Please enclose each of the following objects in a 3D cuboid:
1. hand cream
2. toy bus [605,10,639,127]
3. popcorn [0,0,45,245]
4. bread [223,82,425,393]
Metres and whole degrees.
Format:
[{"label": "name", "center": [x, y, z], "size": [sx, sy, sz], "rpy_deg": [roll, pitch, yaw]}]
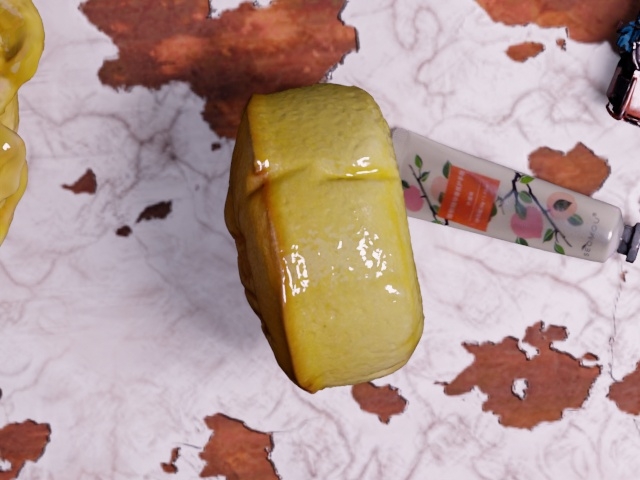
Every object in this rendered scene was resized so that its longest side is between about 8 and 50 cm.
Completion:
[{"label": "hand cream", "center": [0.167, -0.031, 1.667], "size": [0.234, 0.050, 0.080], "rpy_deg": [17, 110, 7]}, {"label": "toy bus", "center": [0.315, -0.202, 1.590], "size": [0.096, 0.073, 0.235], "rpy_deg": [17, 106, -6]}, {"label": "popcorn", "center": [-0.389, -0.095, 1.597], "size": [0.297, 0.281, 0.316], "rpy_deg": [6, 119, -13]}, {"label": "bread", "center": [0.000, 0.000, 1.578], "size": [0.148, 0.270, 0.270], "rpy_deg": [-11, 104, 0]}]
